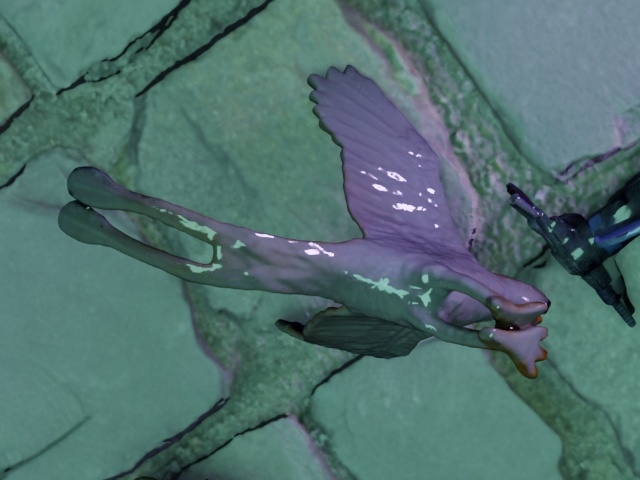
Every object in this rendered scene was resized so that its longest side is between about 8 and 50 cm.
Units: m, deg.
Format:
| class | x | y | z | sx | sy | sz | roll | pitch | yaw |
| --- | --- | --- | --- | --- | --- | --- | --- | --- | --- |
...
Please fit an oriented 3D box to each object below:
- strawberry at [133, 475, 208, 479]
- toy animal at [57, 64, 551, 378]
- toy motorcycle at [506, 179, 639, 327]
| class | x | y | z | sx | sy | sz | roll | pitch | yaw |
| --- | --- | --- | --- | --- | --- | --- | --- | --- | --- |
| strawberry | -0.095 | 0.334 | 1.454 | 0.233 | 0.138 | 0.306 | 33 | 133 | 21 |
| toy animal | 0.020 | 0.007 | 1.235 | 0.302 | 0.284 | 0.225 | 23 | 104 | 34 |
| toy motorcycle | 0.291 | 0.051 | 1.305 | 0.213 | 0.125 | 0.358 | -19 | 99 | 16 |
